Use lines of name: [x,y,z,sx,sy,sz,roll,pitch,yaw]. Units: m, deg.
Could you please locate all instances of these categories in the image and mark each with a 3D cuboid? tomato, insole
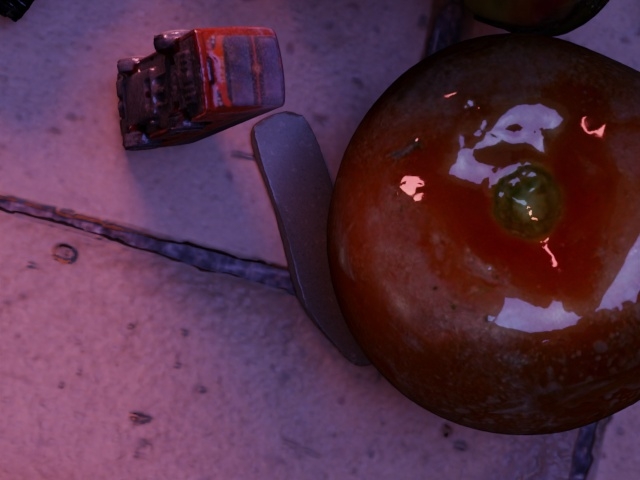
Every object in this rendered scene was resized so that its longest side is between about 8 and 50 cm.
tomato: [0.139,0.000,1.343,0.270,0.222,0.270,-2,72,5]
insole: [0.000,0.000,1.407,0.063,0.010,0.192,-22,91,-19]

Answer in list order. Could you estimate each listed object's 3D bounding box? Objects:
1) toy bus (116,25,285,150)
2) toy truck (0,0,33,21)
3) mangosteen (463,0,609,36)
toy bus: [-0.084,-0.099,1.297,0.077,0.192,0.065,-8,88,-23]
toy truck: [-0.179,-0.260,1.317,0.113,0.126,0.208,39,74,-10]
mangosteen: [0.081,-0.343,1.301,0.381,0.381,0.421,-60,145,-14]
